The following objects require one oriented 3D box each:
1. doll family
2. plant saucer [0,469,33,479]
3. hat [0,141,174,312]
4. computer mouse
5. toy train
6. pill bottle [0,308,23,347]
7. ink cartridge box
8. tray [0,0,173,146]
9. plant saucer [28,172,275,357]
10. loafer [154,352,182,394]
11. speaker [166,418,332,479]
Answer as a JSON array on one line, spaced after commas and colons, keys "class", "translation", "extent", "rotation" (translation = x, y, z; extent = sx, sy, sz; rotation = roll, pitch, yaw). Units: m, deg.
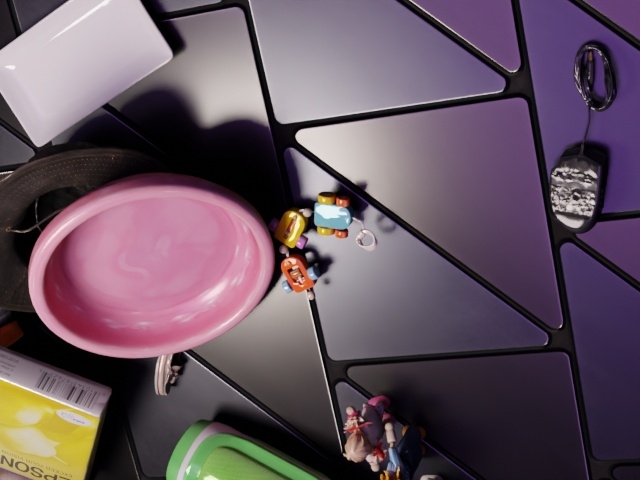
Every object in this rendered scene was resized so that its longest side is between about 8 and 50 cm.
[{"class": "doll family", "translation": [0.119, 0.342, 1.648], "extent": [0.118, 0.163, 0.263], "rotation": [-10, 105, 21]}, {"class": "plant saucer", "translation": [-0.512, 0.463, 1.974], "extent": [0.199, 0.036, 0.198], "rotation": [6, 110, 17]}, {"class": "hat", "translation": [-0.358, -0.044, 1.670], "extent": [0.331, 0.331, 0.134], "rotation": [-49, 48, 26]}, {"class": "computer mouse", "translation": [0.335, -0.127, 1.486], "extent": [0.071, 0.041, 0.242], "rotation": [15, 109, 31]}, {"class": "toy train", "translation": [0.000, 0.000, 1.635], "extent": [0.166, 0.046, 0.125], "rotation": [-32, 98, 28]}, {"class": "pill bottle", "translation": [-0.552, 0.066, 1.793], "extent": [0.130, 0.130, 0.245], "rotation": [-27, 98, 25]}, {"class": "ink cartridge box", "translation": [-0.489, 0.284, 1.809], "extent": [0.304, 0.072, 0.307], "rotation": [20, 130, -1]}, {"class": "tray", "translation": [-0.338, -0.255, 1.664], "extent": [0.270, 0.030, 0.145], "rotation": [-28, 97, 25]}, {"class": "plant saucer", "translation": [-0.232, 0.026, 1.622], "extent": [0.332, 0.084, 0.332], "rotation": [-10, 137, -9]}, {"class": "loafer", "translation": [-0.223, 0.177, 1.773], "extent": [0.039, 0.045, 0.125], "rotation": [10, 109, 8]}, {"class": "speaker", "translation": [-0.074, 0.376, 1.730], "extent": [0.296, 0.131, 0.131], "rotation": [25, 115, 17]}]
